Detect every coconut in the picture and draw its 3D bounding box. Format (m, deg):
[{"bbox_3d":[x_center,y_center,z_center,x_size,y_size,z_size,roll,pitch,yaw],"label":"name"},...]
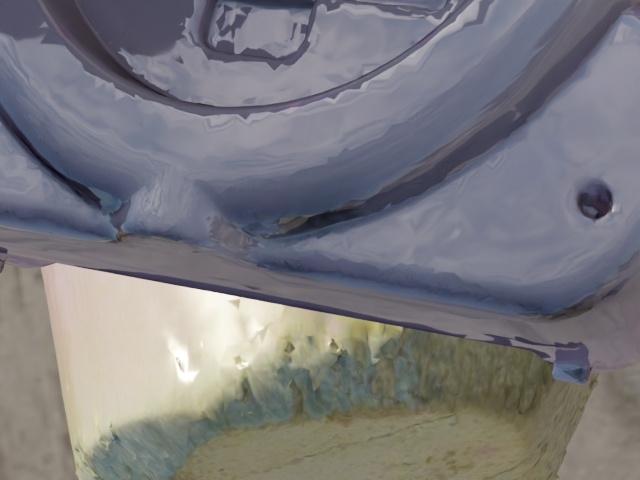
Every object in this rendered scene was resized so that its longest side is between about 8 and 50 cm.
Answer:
[{"bbox_3d":[0.000,0.000,1.017,0.297,0.298,0.309,-46,43,47],"label":"coconut"}]

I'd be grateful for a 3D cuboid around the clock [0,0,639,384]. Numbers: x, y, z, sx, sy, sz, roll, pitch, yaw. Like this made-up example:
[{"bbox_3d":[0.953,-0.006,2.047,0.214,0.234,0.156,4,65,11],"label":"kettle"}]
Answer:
[{"bbox_3d":[0.009,-0.134,0.636,0.296,0.113,0.322,10,79,22],"label":"clock"}]
